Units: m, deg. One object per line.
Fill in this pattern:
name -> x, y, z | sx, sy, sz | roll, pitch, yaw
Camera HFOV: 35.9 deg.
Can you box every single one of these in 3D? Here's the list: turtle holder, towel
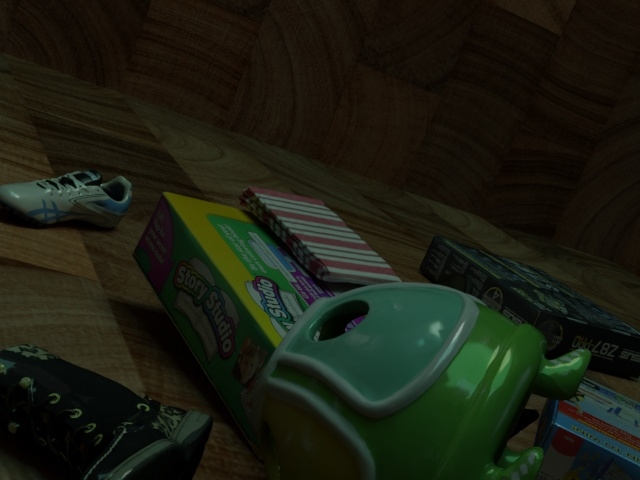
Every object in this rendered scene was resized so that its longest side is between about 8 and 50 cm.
turtle holder -> 0.053, 0.180, 0.813 | 0.227, 0.320, 0.243 | 26, -20, 16
towel -> 0.000, 0.000, 1.227 | 0.144, 0.029, 0.197 | 8, 29, -46

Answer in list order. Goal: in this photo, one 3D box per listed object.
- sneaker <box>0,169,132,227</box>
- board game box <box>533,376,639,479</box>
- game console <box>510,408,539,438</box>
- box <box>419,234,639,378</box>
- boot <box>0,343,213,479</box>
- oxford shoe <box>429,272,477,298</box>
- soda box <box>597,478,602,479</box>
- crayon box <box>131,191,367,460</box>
sneaker -> -0.366, -0.066, 1.410 | 0.085, 0.086, 0.237 | 31, 15, 28
board game box -> 0.428, 0.297, 1.260 | 0.308, 0.086, 0.302 | 25, 12, 13
game console -> 0.191, 0.214, 1.235 | 0.122, 0.107, 0.071 | 12, 44, -41
box -> 0.431, 0.130, 2.007 | 0.318, 0.097, 0.395 | 18, 12, -31
boot -> -0.192, 0.152, 0.754 | 0.178, 0.085, 0.236 | 22, 5, 7
oxford shoe -> 0.225, 0.099, 1.790 | 0.096, 0.083, 0.227 | 18, 11, -3
soda box -> 0.244, 0.299, 0.909 | 0.092, 0.083, 0.263 | 29, 12, 27
crayon box -> -0.007, 0.103, 1.152 | 0.313, 0.106, 0.363 | 12, 25, -40
